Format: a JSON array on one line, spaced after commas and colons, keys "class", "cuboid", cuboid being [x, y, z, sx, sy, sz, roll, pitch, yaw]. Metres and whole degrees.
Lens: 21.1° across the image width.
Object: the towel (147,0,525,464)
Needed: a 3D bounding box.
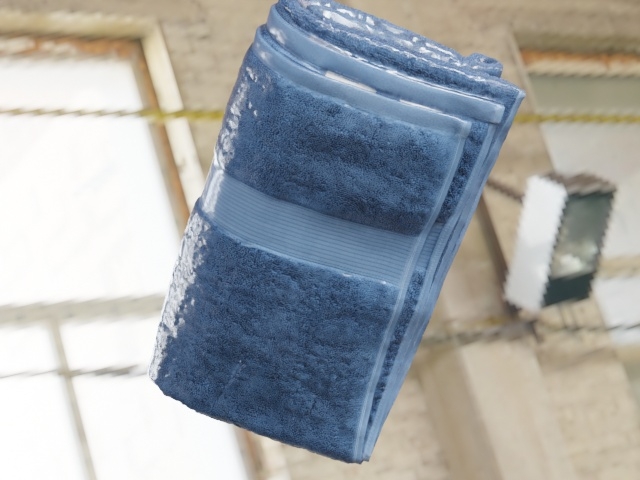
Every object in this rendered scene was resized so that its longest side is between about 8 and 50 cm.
[{"class": "towel", "cuboid": [0.000, 0.000, 0.435, 0.067, 0.029, 0.119, 19, -59, -4]}]
